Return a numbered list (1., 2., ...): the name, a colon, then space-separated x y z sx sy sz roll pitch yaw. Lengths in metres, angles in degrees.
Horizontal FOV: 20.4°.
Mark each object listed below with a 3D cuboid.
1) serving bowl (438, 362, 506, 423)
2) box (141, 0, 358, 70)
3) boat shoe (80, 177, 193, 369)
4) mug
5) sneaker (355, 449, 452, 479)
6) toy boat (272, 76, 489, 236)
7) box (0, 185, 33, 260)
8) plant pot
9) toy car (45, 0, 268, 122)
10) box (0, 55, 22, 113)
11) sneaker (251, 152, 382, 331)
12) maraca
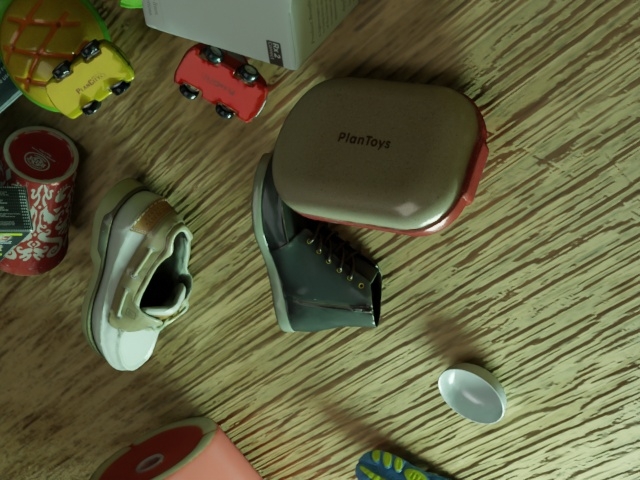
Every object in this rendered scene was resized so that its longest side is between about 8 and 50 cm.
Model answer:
1. serving bowl: 0.174 0.166 1.992 0.083 0.027 0.083 24 142 20
2. box: -0.074 -0.280 1.655 0.182 0.119 0.181 19 139 26
3. boat shoe: -0.218 0.064 2.159 0.103 0.113 0.302 31 143 21
4. mug: -0.368 -0.052 2.155 0.150 0.113 0.169 6 142 -15
5. sneaker: 0.129 0.318 2.179 0.188 0.067 0.078 29 164 12
6. toy boat: 0.070 -0.072 1.761 0.231 0.151 0.151 10 164 34
7. box: -0.499 0.001 2.058 0.216 0.270 0.060 -37 61 52
8. plant pot: -0.172 0.386 2.359 0.275 0.275 0.243 -9 113 46
9. toy car: -0.174 -0.232 1.828 0.239 0.053 0.225 1 120 10
10. box: -0.545 -0.262 2.015 0.395 0.212 0.293 51 144 -14
11. sneaker: 0.000 0.000 1.944 0.118 0.083 0.222 -1 123 18
12. maraca: -0.298 -0.228 1.929 0.127 0.099 0.185 -25 98 14
